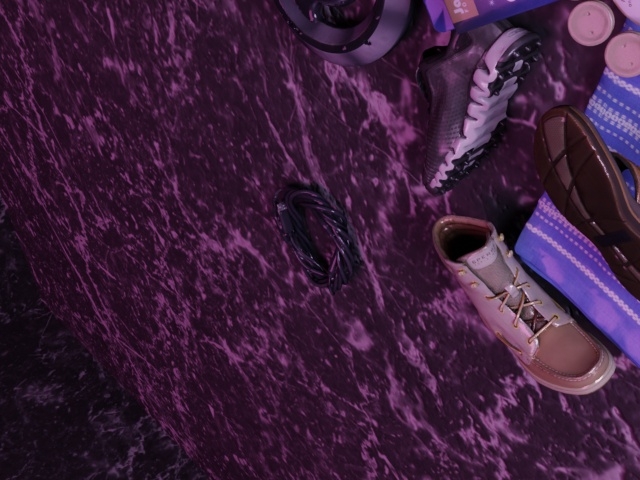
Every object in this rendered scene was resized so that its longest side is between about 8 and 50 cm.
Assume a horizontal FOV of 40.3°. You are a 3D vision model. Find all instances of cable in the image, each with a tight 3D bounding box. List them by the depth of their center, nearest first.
[{"bbox_3d":[0.000,0.000,1.320,0.151,0.047,0.184,3,120,51],"label":"cable"}]

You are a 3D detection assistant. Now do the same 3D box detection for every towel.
[{"bbox_3d":[0.308,-0.015,0.793,0.243,0.040,0.336,49,152,25],"label":"towel"}]

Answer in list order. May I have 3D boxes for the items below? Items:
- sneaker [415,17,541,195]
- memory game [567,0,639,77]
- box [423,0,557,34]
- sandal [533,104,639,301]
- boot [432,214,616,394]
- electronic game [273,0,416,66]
[{"bbox_3d":[0.142,-0.148,0.904,0.106,0.078,0.234,47,147,22],"label":"sneaker"},{"bbox_3d":[0.264,-0.204,0.652,0.186,0.012,0.186,16,123,27],"label":"memory game"},{"bbox_3d":[0.159,-0.260,0.736,0.225,0.036,0.136,-9,113,44],"label":"box"},{"bbox_3d":[0.266,-0.032,0.767,0.219,0.060,0.090,49,159,-8],"label":"sandal"},{"bbox_3d":[0.210,0.064,0.936,0.165,0.077,0.213,52,176,-34],"label":"boot"},{"bbox_3d":[0.015,-0.304,0.961,0.229,0.048,0.229,29,135,34],"label":"electronic game"}]
